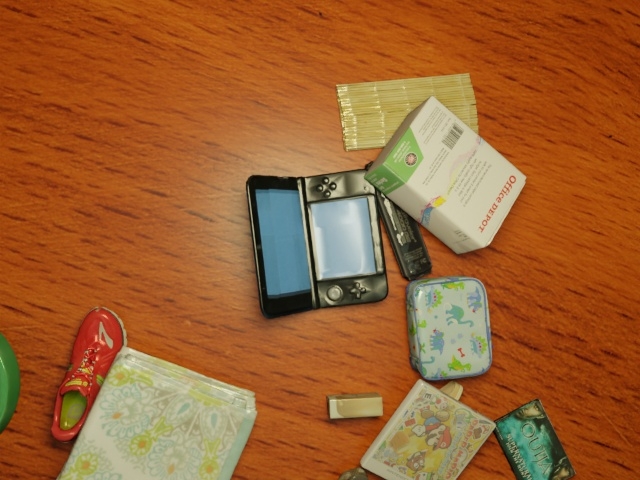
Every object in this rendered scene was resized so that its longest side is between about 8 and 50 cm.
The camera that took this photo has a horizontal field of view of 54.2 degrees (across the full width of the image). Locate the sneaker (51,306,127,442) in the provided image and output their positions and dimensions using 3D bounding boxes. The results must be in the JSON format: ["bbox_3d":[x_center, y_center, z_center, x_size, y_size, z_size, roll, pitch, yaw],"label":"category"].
[{"bbox_3d":[-0.472,0.275,1.271,0.107,0.118,0.279,14,86,-5],"label":"sneaker"}]

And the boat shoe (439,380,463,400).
[{"bbox_3d":[0.236,0.362,1.365,0.170,0.063,0.059,-42,98,-5],"label":"boat shoe"}]

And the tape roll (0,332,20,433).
[{"bbox_3d":[-0.783,0.298,1.260,0.321,0.077,0.321,0,87,-5],"label":"tape roll"}]

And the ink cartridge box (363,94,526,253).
[{"bbox_3d":[0.267,-0.134,1.334,0.278,0.117,0.201,39,70,-8],"label":"ink cartridge box"}]

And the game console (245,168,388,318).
[{"bbox_3d":[0.000,0.000,1.298,0.250,0.173,0.293,-7,89,8],"label":"game console"}]

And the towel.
[{"bbox_3d":[-0.333,0.436,1.266,0.320,0.090,0.374,26,81,-16],"label":"towel"}]

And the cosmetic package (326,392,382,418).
[{"bbox_3d":[0.073,0.356,1.351,0.115,0.060,0.041,-2,87,-7],"label":"cosmetic package"}]

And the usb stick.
[{"bbox_3d":[0.173,-0.050,1.388,0.077,0.045,0.278,-20,89,-12],"label":"usb stick"}]

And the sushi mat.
[{"bbox_3d":[0.199,-0.290,1.414,0.316,0.019,0.151,-6,87,-6],"label":"sushi mat"}]

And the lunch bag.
[{"bbox_3d":[0.279,0.188,1.358,0.176,0.090,0.219,-7,93,-7],"label":"lunch bag"}]

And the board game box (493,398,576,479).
[{"bbox_3d":[0.475,0.466,1.402,0.126,0.026,0.186,-27,90,-6],"label":"board game box"}]

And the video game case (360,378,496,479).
[{"bbox_3d":[0.230,0.433,1.336,0.206,0.026,0.227,31,98,-15],"label":"video game case"}]

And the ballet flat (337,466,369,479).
[{"bbox_3d":[0.011,0.584,1.342,0.084,0.058,0.250,39,90,-24],"label":"ballet flat"}]
